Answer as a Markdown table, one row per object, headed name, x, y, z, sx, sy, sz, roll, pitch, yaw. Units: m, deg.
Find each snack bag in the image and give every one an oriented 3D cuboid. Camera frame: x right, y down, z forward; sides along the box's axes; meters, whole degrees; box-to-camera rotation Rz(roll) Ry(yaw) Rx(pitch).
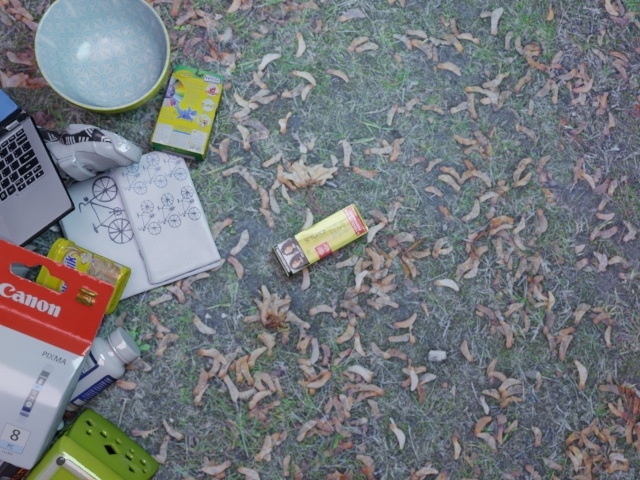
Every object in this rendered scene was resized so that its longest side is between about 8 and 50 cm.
| name | x | y | z | sx | sy | sz | roll | pitch | yaw |
| --- | --- | --- | --- | --- | --- | --- | --- | --- | --- |
| snack bag | -0.452 | -0.035 | 1.269 | 0.342 | 0.037 | 0.324 | -20 | 88 | -8 |

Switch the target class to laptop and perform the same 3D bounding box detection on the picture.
| name | x | y | z | sx | sy | sz | roll | pitch | yaw |
| --- | --- | --- | --- | --- | --- | --- | --- | --- | --- |
| laptop | -0.777 | -0.141 | 1.033 | 0.381 | 0.236 | 0.408 | -35 | 72 | 5 |

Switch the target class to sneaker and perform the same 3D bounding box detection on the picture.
| name | x | y | z | sx | sy | sz | roll | pitch | yaw |
| --- | --- | --- | --- | --- | --- | --- | --- | --- | --- |
| sneaker | -0.583 | -0.146 | 1.186 | 0.365 | 0.137 | 0.211 | 7 | 82 | 11 |

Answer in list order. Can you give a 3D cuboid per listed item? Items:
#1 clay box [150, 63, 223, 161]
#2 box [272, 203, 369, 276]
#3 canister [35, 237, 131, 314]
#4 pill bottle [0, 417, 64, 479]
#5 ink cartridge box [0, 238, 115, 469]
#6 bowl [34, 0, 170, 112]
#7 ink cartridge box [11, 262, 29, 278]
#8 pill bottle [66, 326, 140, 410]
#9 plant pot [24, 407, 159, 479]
| name | x | y | z | sx | sy | sz | roll | pitch | yaw |
| --- | --- | --- | --- | --- | --- | --- | --- | --- | --- |
| clay box | -0.321 | -0.314 | 1.290 | 0.127 | 0.053 | 0.222 | 14 | 72 | -6 |
| box | 0.000 | 0.000 | 1.312 | 0.232 | 0.058 | 0.088 | -28 | 88 | -9 |
| canister | -0.537 | 0.084 | 1.203 | 0.169 | 0.073 | 0.126 | 23 | 87 | -2 |
| pill bottle | -0.694 | 0.468 | 1.147 | 0.130 | 0.130 | 0.246 | 39 | 82 | -3 |
| ink cartridge box | -0.629 | 0.213 | 1.036 | 0.307 | 0.091 | 0.385 | 24 | 93 | -6 |
| bowl | -0.490 | -0.422 | 1.237 | 0.289 | 0.156 | 0.290 | 1 | 86 | -7 |
| ink cartridge box | -0.740 | 0.059 | 1.189 | 0.181 | 0.104 | 0.062 | 35 | 83 | -3 |
| pill bottle | -0.512 | 0.286 | 1.195 | 0.186 | 0.112 | 0.112 | -36 | 90 | -9 |
| plant pot | -0.515 | 0.535 | 1.126 | 0.228 | 0.207 | 0.227 | 39 | 81 | -3 |
